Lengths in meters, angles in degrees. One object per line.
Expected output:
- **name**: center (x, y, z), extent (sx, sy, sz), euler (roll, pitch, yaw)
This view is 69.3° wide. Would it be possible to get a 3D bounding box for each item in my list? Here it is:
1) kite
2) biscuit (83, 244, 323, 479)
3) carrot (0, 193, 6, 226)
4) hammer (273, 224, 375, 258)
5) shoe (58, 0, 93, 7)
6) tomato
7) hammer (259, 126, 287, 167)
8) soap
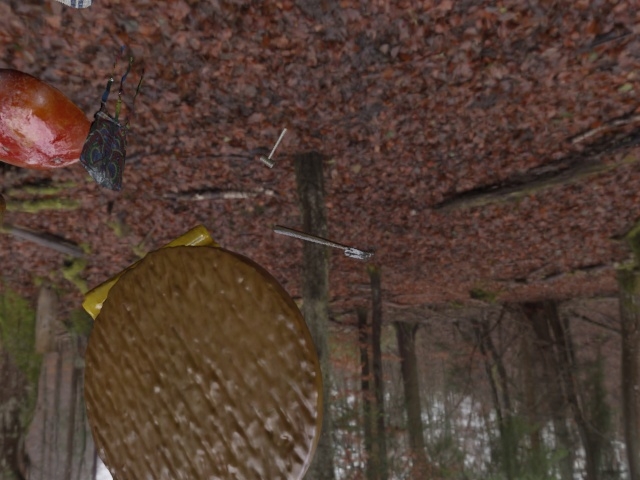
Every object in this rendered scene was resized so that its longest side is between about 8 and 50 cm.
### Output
- **kite**: center (-0.403, -0.242, 0.914), extent (0.015, 0.286, 0.152), euler (8, 164, 5)
- **biscuit**: center (-0.115, 0.132, 0.430), extent (0.261, 0.262, 0.037), euler (-8, 173, 22)
- **carrot**: center (-0.542, 0.080, 0.680), extent (0.070, 0.343, 0.070), euler (23, -170, -4)
- **hammer**: center (0.000, 0.001, 1.276), extent (0.297, 0.027, 0.125), euler (17, -173, 26)
- **shoe**: center (-0.716, -0.711, 1.307), extent (0.142, 0.071, 0.064), euler (10, 157, -25)
- **tomato**: center (-0.761, -0.279, 1.178), extent (0.337, 0.144, 0.338), euler (8, 153, 4)
- **hammer**: center (-0.106, -0.223, 1.097), extent (0.110, 0.035, 0.019), euler (-53, -179, 34)
- **soap**: center (-0.349, 0.127, 1.077), extent (0.324, 0.204, 0.096), euler (-35, 168, -18)
